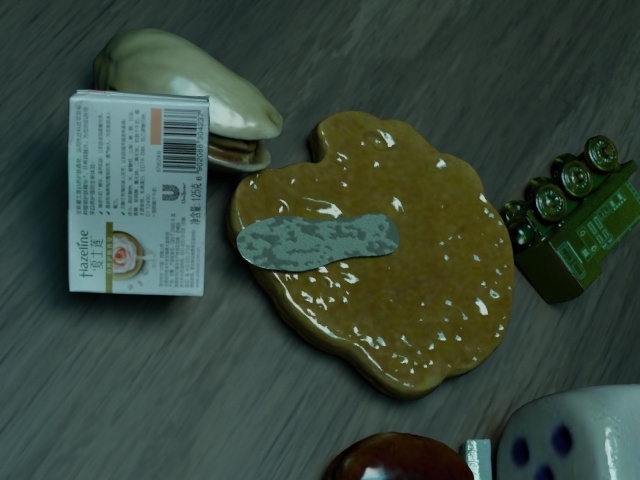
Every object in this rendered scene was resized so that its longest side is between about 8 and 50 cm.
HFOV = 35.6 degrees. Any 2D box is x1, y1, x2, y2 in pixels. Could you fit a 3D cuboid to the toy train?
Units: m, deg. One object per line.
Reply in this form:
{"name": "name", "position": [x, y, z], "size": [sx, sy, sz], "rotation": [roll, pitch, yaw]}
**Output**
{"name": "toy train", "position": [0.327, -0.033, 1.263], "size": [0.225, 0.090, 0.137], "rotation": [-39, 94, -30]}

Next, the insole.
{"name": "insole", "position": [0.000, 0.000, 1.092], "size": [0.194, 0.006, 0.065], "rotation": [-7, 71, -25]}

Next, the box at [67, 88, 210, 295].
{"name": "box", "position": [-0.179, -0.048, 0.992], "size": [0.135, 0.081, 0.199], "rotation": [3, 102, -6]}

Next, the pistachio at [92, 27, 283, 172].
{"name": "pistachio", "position": [-0.147, -0.150, 1.084], "size": [0.223, 0.126, 0.152], "rotation": [29, 30, 7]}

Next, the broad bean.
{"name": "broad bean", "position": [0.088, 0.258, 1.046], "size": [0.165, 0.084, 0.114], "rotation": [23, 79, -20]}

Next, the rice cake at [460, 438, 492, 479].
{"name": "rice cake", "position": [0.178, 0.308, 1.089], "size": [0.042, 0.030, 0.180], "rotation": [5, 67, -15]}

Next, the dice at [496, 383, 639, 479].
{"name": "dice", "position": [0.315, 0.264, 1.065], "size": [0.193, 0.192, 0.194], "rotation": [7, 65, -25]}

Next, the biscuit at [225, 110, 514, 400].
{"name": "biscuit", "position": [0.070, 0.003, 1.155], "size": [0.351, 0.057, 0.312], "rotation": [33, 60, -7]}
